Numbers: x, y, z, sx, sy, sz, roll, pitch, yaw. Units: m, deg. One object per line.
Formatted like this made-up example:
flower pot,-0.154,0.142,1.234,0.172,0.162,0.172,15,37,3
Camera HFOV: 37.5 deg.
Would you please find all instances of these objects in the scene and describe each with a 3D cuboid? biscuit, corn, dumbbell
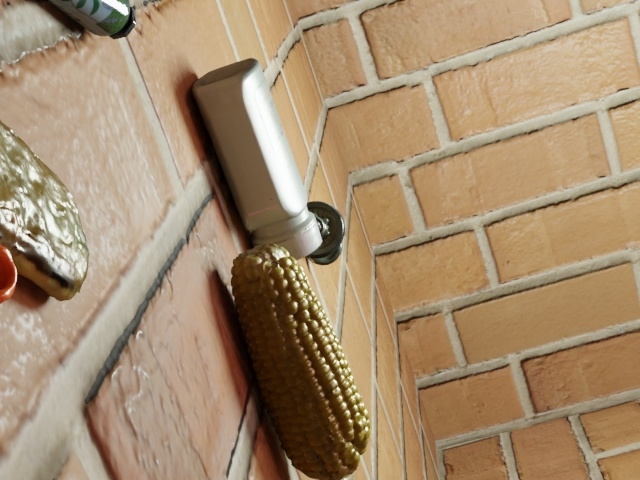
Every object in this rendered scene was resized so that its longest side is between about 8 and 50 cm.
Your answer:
biscuit,-0.230,-0.040,0.666,0.247,0.029,0.118,59,11,-59
corn,-0.025,0.171,1.255,0.130,0.130,0.347,-61,132,-78
dumbbell,0.000,0.000,1.847,0.254,0.110,0.110,67,9,-75

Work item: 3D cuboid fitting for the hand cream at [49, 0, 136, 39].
hand cream,-0.250,-0.248,0.878,0.256,0.055,0.088,25,45,-70

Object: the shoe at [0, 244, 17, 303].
shoe,-0.223,0.000,0.461,0.194,0.077,0.074,55,22,-67

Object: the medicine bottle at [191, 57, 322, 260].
medicine bottle,-0.093,-0.114,1.413,0.161,0.111,0.296,-83,153,-66
